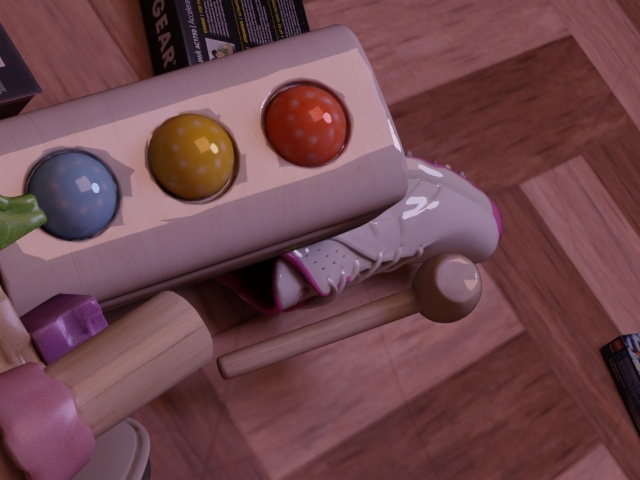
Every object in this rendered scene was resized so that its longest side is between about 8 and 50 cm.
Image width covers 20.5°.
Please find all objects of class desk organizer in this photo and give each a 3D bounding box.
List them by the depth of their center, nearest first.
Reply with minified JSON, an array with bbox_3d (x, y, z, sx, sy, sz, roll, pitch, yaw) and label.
[{"bbox_3d":[-0.249,-0.136,1.203,0.047,0.050,0.130,-22,76,-48],"label":"desk organizer"}]

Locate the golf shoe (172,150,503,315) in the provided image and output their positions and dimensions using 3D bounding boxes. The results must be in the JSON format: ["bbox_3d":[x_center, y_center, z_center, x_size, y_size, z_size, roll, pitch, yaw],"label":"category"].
[{"bbox_3d":[0.000,0.000,1.292,0.306,0.115,0.140,10,62,-27],"label":"golf shoe"}]

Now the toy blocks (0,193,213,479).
[{"bbox_3d":[-0.268,0.022,0.877,0.260,0.309,0.288,-35,104,-29],"label":"toy blocks"}]

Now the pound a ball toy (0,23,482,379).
[{"bbox_3d":[-0.056,-0.011,1.128,0.319,0.136,0.208,-18,82,-21],"label":"pound a ball toy"}]

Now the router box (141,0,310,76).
[{"bbox_3d":[-0.071,-0.167,1.390,0.133,0.046,0.178,10,54,-36],"label":"router box"}]

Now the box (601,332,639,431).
[{"bbox_3d":[0.310,0.123,1.524,0.137,0.027,0.094,-3,64,-44],"label":"box"}]

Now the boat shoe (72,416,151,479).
[{"bbox_3d":[-0.195,0.215,0.970,0.112,0.095,0.335,16,34,15],"label":"boat shoe"}]
